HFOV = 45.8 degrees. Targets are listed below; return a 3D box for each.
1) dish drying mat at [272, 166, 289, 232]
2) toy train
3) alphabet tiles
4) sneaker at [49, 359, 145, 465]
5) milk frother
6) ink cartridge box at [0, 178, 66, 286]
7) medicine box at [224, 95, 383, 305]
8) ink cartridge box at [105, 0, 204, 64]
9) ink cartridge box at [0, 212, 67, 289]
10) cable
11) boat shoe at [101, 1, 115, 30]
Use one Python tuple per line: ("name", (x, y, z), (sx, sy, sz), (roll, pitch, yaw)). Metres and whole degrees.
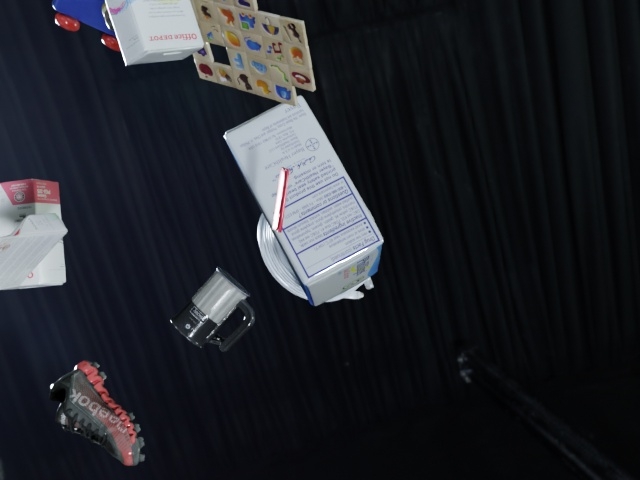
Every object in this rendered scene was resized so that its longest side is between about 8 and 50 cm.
("dish drying mat", (-0.053, -0.054, 0.999), (0.008, 0.083, 0.032), (4, -170, -19))
("toy train", (-0.362, -0.408, 1.352), (0.248, 0.105, 0.143), (17, -158, -42))
("alphabet tiles", (-0.114, -0.300, 1.137), (0.237, 0.198, 0.009), (21, -125, 26))
("sneaker", (-0.487, 0.386, 1.628), (0.135, 0.098, 0.276), (-22, -123, -40))
("milk frother", (-0.196, 0.138, 1.465), (0.135, 0.129, 0.143), (-47, -171, 0))
("ink cartridge box", (-0.814, -0.012, 2.047), (0.207, 0.283, 0.117), (-6, 178, 15))
("medicine box", (-0.023, -0.057, 1.320), (0.149, 0.289, 0.263), (-27, 168, -3))
("ink cartridge box", (-0.200, -0.274, 0.892), (0.052, 0.123, 0.088), (-16, -177, 45))
("ink cartridge box", (-0.618, 0.028, 1.458), (0.181, 0.056, 0.224), (-43, 169, 16))
("cable", (0.000, 0.000, 1.577), (0.257, 0.257, 0.089), (-5, 167, -28))
("boat shoe", (-0.261, -0.348, 1.185), (0.152, 0.049, 0.056), (-10, 161, -15))
